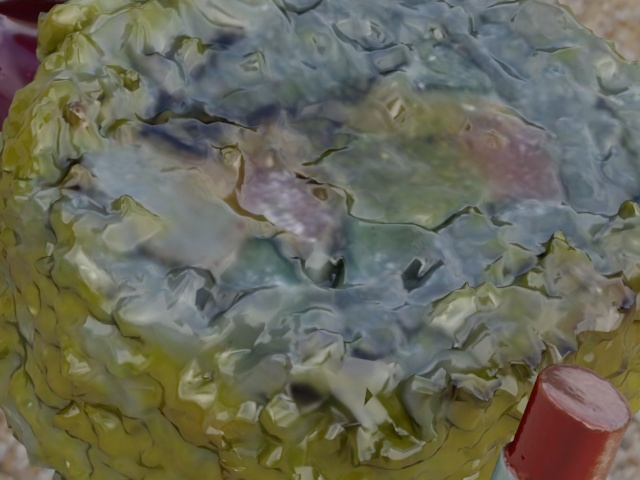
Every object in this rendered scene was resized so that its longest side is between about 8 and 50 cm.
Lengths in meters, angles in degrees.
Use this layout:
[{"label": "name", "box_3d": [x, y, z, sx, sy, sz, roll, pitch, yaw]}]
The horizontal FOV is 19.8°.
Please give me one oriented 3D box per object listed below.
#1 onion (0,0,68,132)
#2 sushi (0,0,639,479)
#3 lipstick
[{"label": "onion", "box_3d": [-0.219, -0.108, 1.380, 0.398, 0.398, 0.420, -2, 72, -30]}, {"label": "sushi", "box_3d": [0.000, 0.000, 1.032, 0.397, 0.240, 0.351, -28, 66, -33]}, {"label": "lipstick", "box_3d": [0.068, 0.144, 0.707, 0.068, 0.274, 0.061, -20, 52, -30]}]
